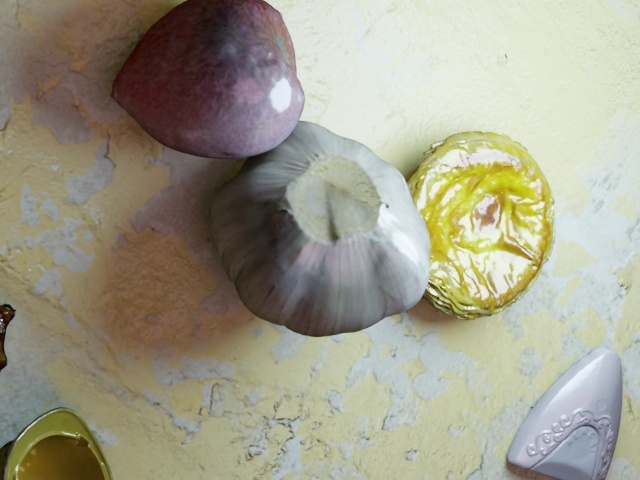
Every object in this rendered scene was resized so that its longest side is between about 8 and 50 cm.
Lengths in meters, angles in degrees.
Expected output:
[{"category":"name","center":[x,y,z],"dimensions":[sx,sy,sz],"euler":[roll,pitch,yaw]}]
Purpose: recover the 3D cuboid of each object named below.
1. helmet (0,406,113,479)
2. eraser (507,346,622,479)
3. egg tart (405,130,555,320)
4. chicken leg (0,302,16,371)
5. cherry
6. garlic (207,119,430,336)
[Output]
[{"category":"helmet","center":[-0.398,0.353,1.704],"dimensions":[0.205,0.140,0.257],"euler":[-37,119,-52]},{"category":"eraser","center":[0.447,0.297,2.117],"dimensions":[0.204,0.059,0.243],"euler":[21,96,-26]},{"category":"egg tart","center":[0.229,-0.026,1.926],"dimensions":[0.294,0.116,0.295],"euler":[-4,101,-21]},{"category":"chicken leg","center":[-0.480,0.215,1.667],"dimensions":[0.113,0.093,0.304],"euler":[10,100,3]},{"category":"cherry","center":[-0.142,-0.212,1.676],"dimensions":[0.206,0.239,0.239],"euler":[25,90,-62]},{"category":"garlic","center":[0.000,0.000,1.748],"dimensions":[0.317,0.259,0.317],"euler":[3,73,-11]}]
